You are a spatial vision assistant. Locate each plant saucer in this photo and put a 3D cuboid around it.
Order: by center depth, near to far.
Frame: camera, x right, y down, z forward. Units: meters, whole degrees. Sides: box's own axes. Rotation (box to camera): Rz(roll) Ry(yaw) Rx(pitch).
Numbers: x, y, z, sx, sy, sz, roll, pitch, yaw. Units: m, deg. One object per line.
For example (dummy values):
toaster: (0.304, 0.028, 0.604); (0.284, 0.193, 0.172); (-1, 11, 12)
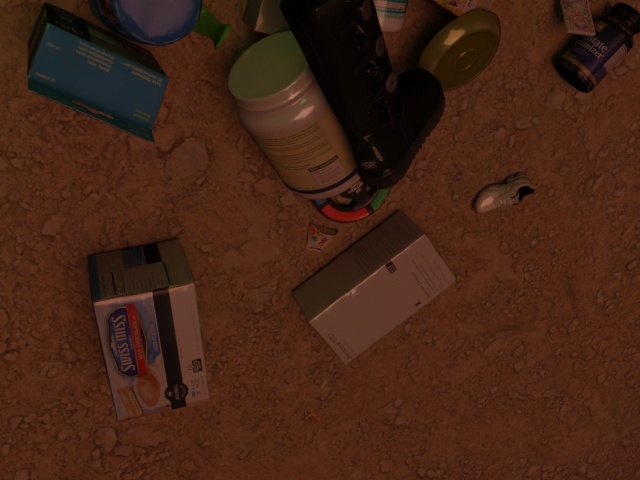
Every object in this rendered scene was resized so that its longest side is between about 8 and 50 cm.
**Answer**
plant saucer: (0.341, -0.443, 1.746); (0.240, 0.037, 0.241); (-25, 153, -14)

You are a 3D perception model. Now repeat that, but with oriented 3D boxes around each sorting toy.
sorting toy: (0.000, 0.000, 1.915); (0.083, 0.045, 0.075); (12, 130, -27)

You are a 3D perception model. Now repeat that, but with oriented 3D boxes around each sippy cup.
sippy cup: (-0.330, -0.483, 1.408); (0.305, 0.224, 0.240); (-10, 120, -18)

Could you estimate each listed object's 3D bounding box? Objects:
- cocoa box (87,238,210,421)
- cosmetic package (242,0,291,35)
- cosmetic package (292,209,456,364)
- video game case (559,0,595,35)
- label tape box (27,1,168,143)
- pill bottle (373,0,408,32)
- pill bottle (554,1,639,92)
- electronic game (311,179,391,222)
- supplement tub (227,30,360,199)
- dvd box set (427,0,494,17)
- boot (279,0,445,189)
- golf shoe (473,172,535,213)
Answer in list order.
cocoa box: (-0.412, 0.212, 1.738); (0.227, 0.231, 0.347); (-11, 119, -16)
cosmetic package: (-0.070, -0.557, 1.547); (0.127, 0.107, 0.238); (5, 113, -26)
cosmetic package: (0.142, 0.128, 1.965); (0.385, 0.156, 0.217); (-40, 126, 0)
video game case: (0.648, -0.578, 1.836); (0.087, 0.011, 0.122); (0, 74, -22)
label tape box: (-0.423, -0.328, 1.386); (0.240, 0.334, 0.106); (21, 107, -30)
pill bottle: (0.133, -0.599, 1.581); (0.146, 0.146, 0.264); (0, 117, -22)
pill bottle: (0.730, -0.504, 1.889); (0.123, 0.123, 0.219); (38, 98, -33)
electronic game: (0.080, -0.150, 1.857); (0.229, 0.048, 0.229); (-10, 119, -18)
supplement tub: (-0.040, -0.270, 1.598); (0.235, 0.235, 0.325); (-36, 138, -1)
dvd box set: (0.298, -0.658, 1.554); (0.420, 0.062, 0.308); (3, 114, -52)
boot: (0.106, -0.387, 1.489); (0.146, 0.367, 0.445); (-4, 135, 31)
golf shoe: (0.515, -0.123, 2.026); (0.176, 0.086, 0.069); (-32, 125, -2)
